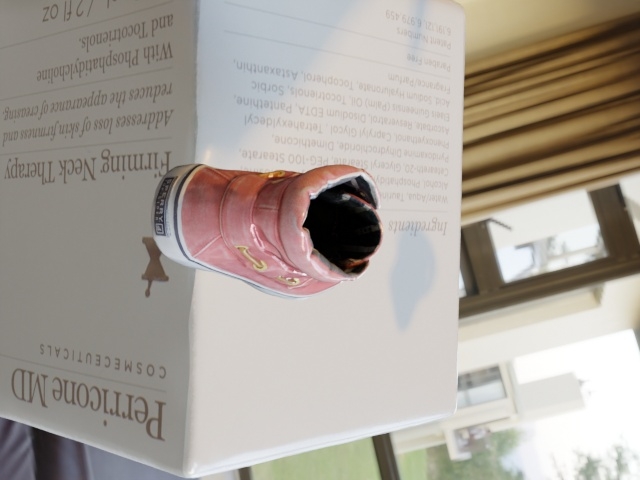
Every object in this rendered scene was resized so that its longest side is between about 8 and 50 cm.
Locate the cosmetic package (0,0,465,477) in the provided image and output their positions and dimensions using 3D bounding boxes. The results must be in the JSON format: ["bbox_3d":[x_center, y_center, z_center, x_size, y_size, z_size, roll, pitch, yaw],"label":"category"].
[{"bbox_3d":[-0.089,-0.032,0.820,0.327,0.329,0.394,0,91,-46],"label":"cosmetic package"}]

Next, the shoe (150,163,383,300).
[{"bbox_3d":[0.000,0.000,0.447,0.178,0.081,0.064,16,81,-61],"label":"shoe"}]
